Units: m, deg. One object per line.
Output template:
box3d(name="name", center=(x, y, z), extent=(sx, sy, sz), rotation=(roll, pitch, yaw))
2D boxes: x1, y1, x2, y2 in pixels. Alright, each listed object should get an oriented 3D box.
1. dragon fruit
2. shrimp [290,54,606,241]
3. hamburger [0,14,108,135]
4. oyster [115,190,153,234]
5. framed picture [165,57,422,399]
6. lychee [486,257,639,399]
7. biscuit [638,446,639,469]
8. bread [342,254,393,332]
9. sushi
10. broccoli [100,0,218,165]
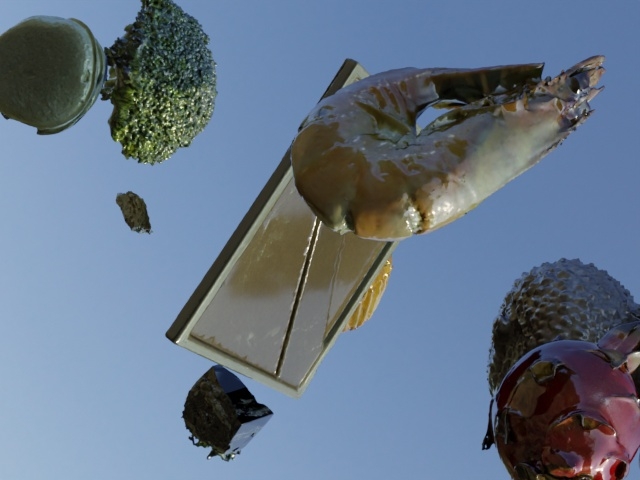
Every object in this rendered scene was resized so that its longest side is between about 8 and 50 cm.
box3d(name="dragon fruit", center=(0.224, 0.127, 0.971), extent=(0.125, 0.246, 0.125), rotation=(34, -39, 21))
box3d(name="shrimp", center=(0.101, -0.085, 0.864), extent=(0.145, 0.267, 0.061), rotation=(55, -16, 34))
box3d(name="hamburger", center=(-0.296, -0.181, 1.281), extent=(0.140, 0.062, 0.133), rotation=(14, -96, 20))
box3d(name="oyster", center=(-0.334, -0.051, 2.104), extent=(0.098, 0.037, 0.100), rotation=(66, -23, 2))
box3d(name="framed picture", center=(0.000, 0.000, 1.262), extent=(0.022, 0.335, 0.247), rotation=(32, -2, 36))
box3d(name="lychee", center=(0.403, 0.178, 1.870), extent=(0.300, 0.300, 0.300), rotation=(33, -46, 41))
box3d(name="biscuit", center=(0.609, 0.192, 1.793), extent=(0.062, 0.385, 0.365), rotation=(28, -34, -9))
box3d(name="bread", center=(-0.004, 0.057, 1.807), extent=(0.240, 0.240, 0.139), rotation=(21, -52, 48))
box3d(name="sushi", center=(-0.113, 0.195, 1.295), extent=(0.083, 0.056, 0.085), rotation=(47, -60, 22))
box3d(name="broccoli", center=(-0.246, -0.244, 1.743), extent=(0.176, 0.198, 0.226), rotation=(-36, -96, 30))
